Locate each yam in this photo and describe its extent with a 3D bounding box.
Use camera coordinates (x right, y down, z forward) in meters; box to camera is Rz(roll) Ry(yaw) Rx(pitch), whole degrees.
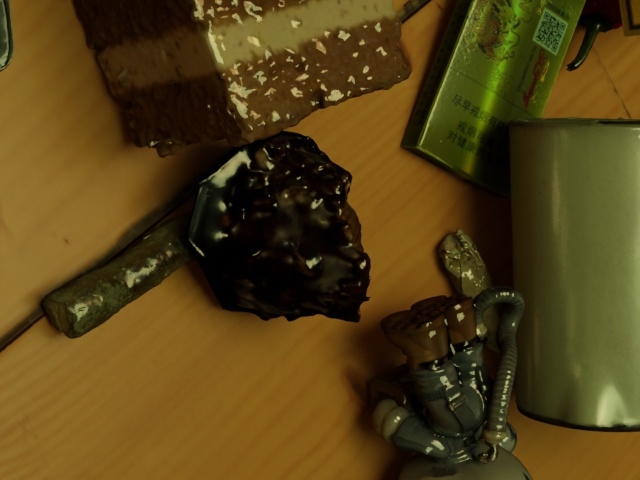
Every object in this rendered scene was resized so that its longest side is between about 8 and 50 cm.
[{"bbox_3d":[-0.186,0.023,1.552,0.253,0.061,0.061,-33,106,-33],"label":"yam"}]

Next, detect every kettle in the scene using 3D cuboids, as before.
[{"bbox_3d":[0.371,0.031,1.827,0.361,0.250,0.376,-21,112,-74],"label":"kettle"}]

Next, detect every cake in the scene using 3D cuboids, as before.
[{"bbox_3d":[-0.089,-0.261,1.519,0.282,0.256,0.290,-22,104,-35],"label":"cake"}]

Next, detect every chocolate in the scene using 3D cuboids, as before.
[{"bbox_3d":[0.000,0.000,1.567,0.206,0.177,0.224,-49,141,-24],"label":"chocolate"}]

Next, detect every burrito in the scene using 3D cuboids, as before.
[{"bbox_3d":[0.207,0.073,1.832,0.058,0.045,0.188,-37,110,-23],"label":"burrito"}]

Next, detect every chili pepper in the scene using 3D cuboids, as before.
[{"bbox_3d":[0.359,-0.421,1.958,0.137,0.092,0.368,-12,88,-14],"label":"chili pepper"}]

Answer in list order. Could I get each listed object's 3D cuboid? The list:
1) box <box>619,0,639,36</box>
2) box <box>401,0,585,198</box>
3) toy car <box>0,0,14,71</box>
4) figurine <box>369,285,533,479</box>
[{"bbox_3d":[0.466,-0.402,1.931,0.301,0.084,0.193,-40,120,-60],"label":"box"},{"bbox_3d":[0.231,-0.228,1.843,0.173,0.043,0.311,25,83,-32],"label":"box"},{"bbox_3d":[-0.402,-0.204,1.398,0.191,0.100,0.097,-6,91,-15],"label":"toy car"},{"bbox_3d":[0.153,0.261,1.704,0.261,0.186,0.382,-21,104,-29],"label":"figurine"}]
